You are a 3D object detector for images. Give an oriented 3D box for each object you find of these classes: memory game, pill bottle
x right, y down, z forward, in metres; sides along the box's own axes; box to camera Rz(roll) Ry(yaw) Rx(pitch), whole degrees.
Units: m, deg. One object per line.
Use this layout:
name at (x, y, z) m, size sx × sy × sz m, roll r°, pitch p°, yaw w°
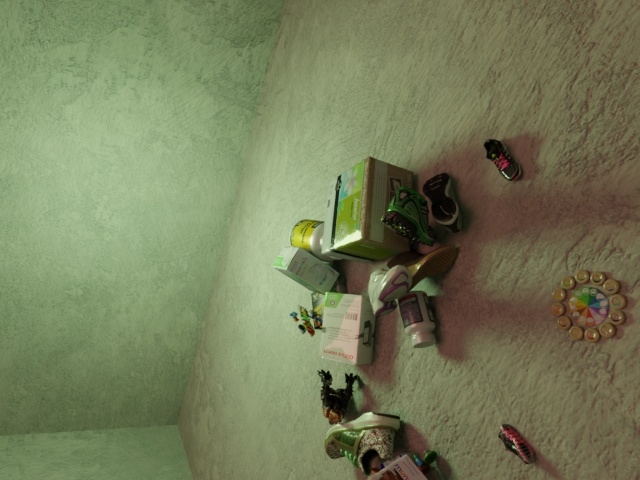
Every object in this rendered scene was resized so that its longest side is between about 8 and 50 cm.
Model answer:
memory game at (0.673, 0.165, 1.114) m, size 0.186 × 0.012 × 0.186 m, roll -23°, pitch 62°, yaw 54°
pill bottle at (0.000, 0.000, 2.091) m, size 0.333 × 0.187 × 0.188 m, roll 10°, pitch 90°, yaw 59°
pill bottle at (0.339, 0.276, 1.534) m, size 0.108 × 0.107 × 0.180 m, roll -43°, pitch 46°, yaw 45°

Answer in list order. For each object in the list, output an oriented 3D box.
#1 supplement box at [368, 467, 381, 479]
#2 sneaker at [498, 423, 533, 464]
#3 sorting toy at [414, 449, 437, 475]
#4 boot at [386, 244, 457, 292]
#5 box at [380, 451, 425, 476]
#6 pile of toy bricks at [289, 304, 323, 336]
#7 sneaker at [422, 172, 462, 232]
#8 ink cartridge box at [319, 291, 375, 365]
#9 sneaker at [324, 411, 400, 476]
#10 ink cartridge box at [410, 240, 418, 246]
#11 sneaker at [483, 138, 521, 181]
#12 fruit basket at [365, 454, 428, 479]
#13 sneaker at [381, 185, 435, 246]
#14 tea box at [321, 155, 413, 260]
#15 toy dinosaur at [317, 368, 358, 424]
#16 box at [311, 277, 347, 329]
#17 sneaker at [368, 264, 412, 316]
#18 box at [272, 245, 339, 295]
supplement box at (0.208, 0.904, 1.631) m, size 0.062 × 0.036 × 0.099 m, roll -15°, pitch 68°, yaw 56°
sneaker at (0.531, 0.564, 1.205) m, size 0.119 × 0.047 × 0.057 m, roll -121°, pitch 43°, yaw -57°
sorting toy at (0.338, 0.722, 1.449) m, size 0.042 × 0.061 × 0.102 m, roll 42°, pitch 116°, yaw 57°
boot at (0.353, 0.064, 1.587) m, size 0.248 × 0.090 × 0.207 m, roll -39°, pitch 23°, yaw 13°
box at (0.285, 0.808, 1.500) m, size 0.137 × 0.072 × 0.126 m, roll -51°, pitch 41°, yaw 39°
pile of toy bricks at (-0.055, 0.397, 2.062) m, size 0.212 × 0.118 × 0.105 m, roll 19°, pitch 137°, yaw 49°
sneaker at (0.425, -0.132, 1.524) m, size 0.100 × 0.108 × 0.272 m, roll -24°, pitch 40°, yaw 24°
ink cartridge box at (0.115, 0.360, 1.822) m, size 0.198 × 0.114 × 0.273 m, roll 0°, pitch 81°, yaw 40°
sneaker at (0.137, 0.775, 1.631) m, size 0.410 × 0.157 × 0.182 m, roll -49°, pitch 24°, yaw 41°
ink cartridge box at (0.342, -0.034, 1.696) m, size 0.062 × 0.029 × 0.115 m, roll -25°, pitch 59°, yaw 54°
sneaker at (0.556, -0.253, 1.366) m, size 0.063 × 0.074 × 0.171 m, roll -48°, pitch 44°, yaw 41°
fruit basket at (0.256, 0.883, 1.364) m, size 0.327 × 0.165 × 0.353 m, roll 50°, pitch 125°, yaw 15°
sneaker at (0.325, -0.076, 1.481) m, size 0.134 × 0.343 × 0.147 m, roll 25°, pitch 88°, yaw 28°
tea box at (0.184, -0.106, 1.756) m, size 0.323 × 0.219 × 0.330 m, roll -23°, pitch 57°, yaw 58°
toy dinosaur at (0.069, 0.660, 1.809) m, size 0.322 × 0.164 × 0.219 m, roll 5°, pitch 87°, yaw 65°
box at (0.043, 0.300, 2.060) m, size 0.231 × 0.056 × 0.183 m, roll -36°, pitch 52°, yaw 48°
sneaker at (0.216, 0.147, 1.505) m, size 0.305 × 0.114 × 0.152 m, roll 105°, pitch 150°, yaw -58°
box at (-0.073, 0.135, 2.065) m, size 0.127 × 0.231 × 0.262 m, roll -60°, pitch 18°, yaw -11°
